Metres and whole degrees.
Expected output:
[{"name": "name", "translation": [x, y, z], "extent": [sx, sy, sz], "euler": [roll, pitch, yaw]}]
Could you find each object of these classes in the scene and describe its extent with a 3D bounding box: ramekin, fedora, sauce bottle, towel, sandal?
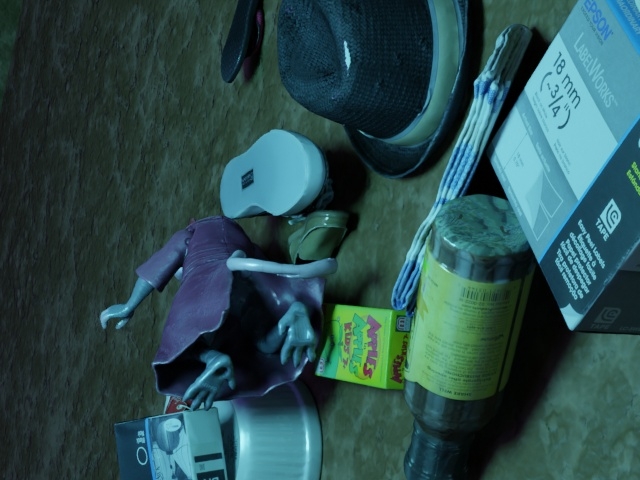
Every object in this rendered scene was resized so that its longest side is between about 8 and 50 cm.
[{"name": "ramekin", "translation": [-0.091, 0.279, 2.068], "extent": [0.207, 0.109, 0.207], "euler": [-23, 64, 60]}, {"name": "fedora", "translation": [0.044, -0.236, 1.858], "extent": [0.334, 0.152, 0.334], "euler": [-21, 66, 60]}, {"name": "sauce bottle", "translation": [0.141, 0.118, 1.594], "extent": [0.111, 0.111, 0.344], "euler": [-119, 30, -48]}, {"name": "towel", "translation": [0.148, -0.078, 1.634], "extent": [0.209, 0.034, 0.285], "euler": [-57, -11, -61]}, {"name": "sandal", "translation": [-0.104, -0.313, 2.299], "extent": [0.067, 0.040, 0.179], "euler": [-13, 59, 56]}]

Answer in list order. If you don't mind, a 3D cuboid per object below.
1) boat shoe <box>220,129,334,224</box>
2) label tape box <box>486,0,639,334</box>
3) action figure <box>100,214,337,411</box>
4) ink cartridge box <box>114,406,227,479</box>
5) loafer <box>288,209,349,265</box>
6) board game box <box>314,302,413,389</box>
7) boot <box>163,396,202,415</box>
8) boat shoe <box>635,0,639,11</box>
[{"name": "boat shoe", "translation": [-0.037, -0.075, 2.039], "extent": [0.306, 0.105, 0.113], "euler": [154, 115, -66]}, {"name": "label tape box", "translation": [0.297, -0.113, 1.388], "extent": [0.334, 0.106, 0.241], "euler": [-61, 36, 38]}, {"name": "action figure", "translation": [-0.141, 0.050, 2.022], "extent": [0.370, 0.248, 0.276], "euler": [-111, 30, -56]}, {"name": "ink cartridge box", "translation": [-0.179, 0.388, 2.015], "extent": [0.165, 0.065, 0.333], "euler": [-17, 81, 47]}, {"name": "loafer", "translation": [0.000, 0.000, 2.009], "extent": [0.148, 0.056, 0.050], "euler": [134, 135, -64]}, {"name": "board game box", "translation": [0.055, 0.126, 1.883], "extent": [0.181, 0.043, 0.092], "euler": [1, 86, 63]}, {"name": "boot", "translation": [-0.184, 0.263, 2.190], "extent": [0.176, 0.088, 0.244], "euler": [140, 153, -78]}, {"name": "boat shoe", "translation": [0.381, -0.233, 1.225], "extent": [0.305, 0.109, 0.091], "euler": [-14, 33, 52]}]
